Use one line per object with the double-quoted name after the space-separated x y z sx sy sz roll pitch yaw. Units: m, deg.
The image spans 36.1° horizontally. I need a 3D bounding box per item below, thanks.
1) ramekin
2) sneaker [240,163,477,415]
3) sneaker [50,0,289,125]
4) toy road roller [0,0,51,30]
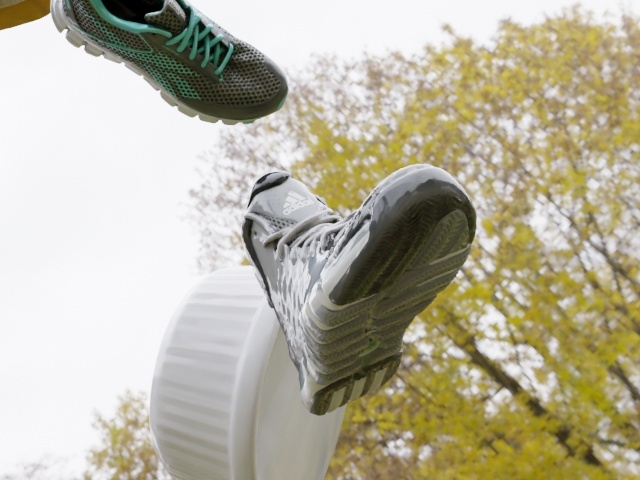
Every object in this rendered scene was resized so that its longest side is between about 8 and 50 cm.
-0.068 0.148 1.010 0.273 0.127 0.273 9 -90 -70 "ramekin"
0.000 0.000 0.543 0.086 0.132 0.228 -20 -25 -24 "sneaker"
-0.095 -0.129 0.634 0.166 0.076 0.065 23 -105 -11 "sneaker"
-0.427 -0.241 0.949 0.330 0.240 0.202 -15 -39 7 "toy road roller"
